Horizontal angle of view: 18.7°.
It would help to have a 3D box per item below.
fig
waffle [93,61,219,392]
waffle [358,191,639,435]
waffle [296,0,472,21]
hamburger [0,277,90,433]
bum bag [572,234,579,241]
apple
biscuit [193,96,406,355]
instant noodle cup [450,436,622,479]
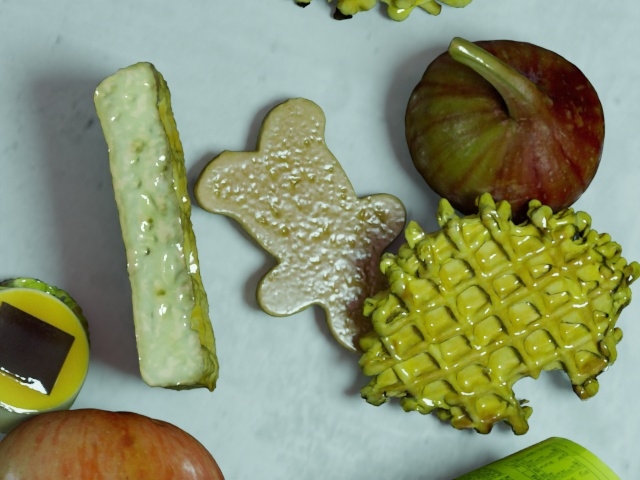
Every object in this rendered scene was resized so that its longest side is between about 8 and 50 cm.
[{"bbox_3d":[0.165,-0.099,1.651,0.175,0.207,0.175,2,78,-9],"label":"fig"},{"bbox_3d":[-0.135,-0.004,1.632,0.057,0.168,0.274,-10,86,0],"label":"waffle"},{"bbox_3d":[0.152,0.067,1.657,0.229,0.051,0.231,12,118,-8],"label":"waffle"},{"bbox_3d":[0.061,-0.344,1.733,0.329,0.062,0.329,0,85,-5],"label":"waffle"},{"bbox_3d":[-0.257,0.095,1.648,0.127,0.081,0.141,12,70,-20],"label":"hamburger"},{"bbox_3d":[0.196,0.034,1.729,0.058,0.034,0.124,20,84,-18],"label":"bum bag"},{"bbox_3d":[-0.180,0.225,1.598,0.210,0.209,0.164,-4,69,-6],"label":"apple"},{"bbox_3d":[0.000,0.000,1.710,0.158,0.035,0.240,-35,90,-10],"label":"biscuit"},{"bbox_3d":[0.159,0.316,1.590,0.222,0.311,0.311,-28,89,-16],"label":"instant noodle cup"}]
